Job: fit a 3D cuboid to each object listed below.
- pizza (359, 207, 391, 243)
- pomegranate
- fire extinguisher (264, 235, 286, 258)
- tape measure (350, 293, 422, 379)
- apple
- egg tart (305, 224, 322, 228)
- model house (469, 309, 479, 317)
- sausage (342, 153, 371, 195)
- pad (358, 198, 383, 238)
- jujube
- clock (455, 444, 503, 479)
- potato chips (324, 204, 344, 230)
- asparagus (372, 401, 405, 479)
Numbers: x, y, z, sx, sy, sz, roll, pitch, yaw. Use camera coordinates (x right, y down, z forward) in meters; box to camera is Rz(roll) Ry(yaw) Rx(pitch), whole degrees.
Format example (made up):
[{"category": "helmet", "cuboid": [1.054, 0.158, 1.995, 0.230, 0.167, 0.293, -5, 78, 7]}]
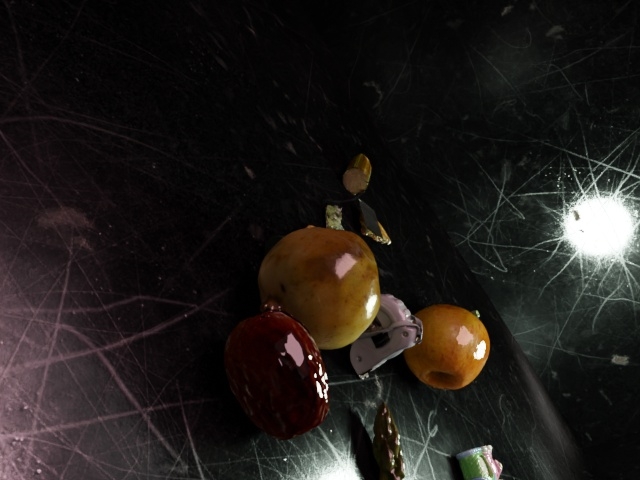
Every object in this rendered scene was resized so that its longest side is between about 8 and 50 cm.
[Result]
[{"category": "pizza", "cuboid": [0.207, -0.056, 1.903, 0.201, 0.053, 0.193, 57, 25, 11]}, {"category": "pomegranate", "cuboid": [0.003, 0.107, 1.053, 0.307, 0.307, 0.307, 42, 29, -30]}, {"category": "fire extinguisher", "cuboid": [-0.037, 0.040, 1.300, 0.095, 0.115, 0.311, 34, 18, 27]}, {"category": "tape measure", "cuboid": [0.164, 0.250, 1.274, 0.197, 0.236, 0.120, 59, 23, 18]}, {"category": "apple", "cuboid": [0.429, 0.373, 1.550, 0.299, 0.299, 0.275, 50, 41, -15]}, {"category": "egg tart", "cuboid": [0.000, 0.000, 1.467, 0.129, 0.049, 0.129, 44, 29, -31]}, {"category": "model house", "cuboid": [0.553, 0.343, 1.891, 0.194, 0.211, 0.170, 10, 54, -56]}, {"category": "sausage", "cuboid": [0.176, -0.328, 2.092, 0.317, 0.117, 0.125, -70, 138, -62]}, {"category": "pad", "cuboid": [0.212, -0.094, 1.891, 0.116, 0.004, 0.193, 33, 30, -35]}, {"category": "jujube", "cuboid": [-0.084, 0.255, 0.865, 0.183, 0.183, 0.243, -17, 83, -64]}, {"category": "clock", "cuboid": [0.546, 0.797, 1.485, 0.194, 0.100, 0.196, 21, 41, -47]}, {"category": "potato chips", "cuboid": [0.076, -0.037, 1.674, 0.202, 0.029, 0.220, -7, 69, -60]}, {"category": "asparagus", "cuboid": [0.172, 0.551, 1.115, 0.080, 0.080, 0.287, 31, 43, -44]}]
